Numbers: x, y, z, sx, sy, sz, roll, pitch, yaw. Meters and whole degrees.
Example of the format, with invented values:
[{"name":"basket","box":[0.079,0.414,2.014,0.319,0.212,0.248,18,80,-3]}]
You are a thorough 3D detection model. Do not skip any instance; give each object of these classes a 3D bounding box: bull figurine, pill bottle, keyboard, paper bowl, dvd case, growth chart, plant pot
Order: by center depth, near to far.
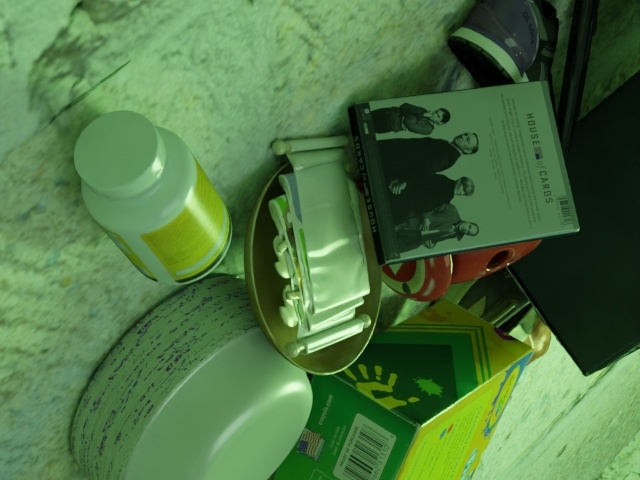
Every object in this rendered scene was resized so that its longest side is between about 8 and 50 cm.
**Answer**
[{"name":"pill bottle","box":[-0.149,-0.039,1.199,0.103,0.103,0.184,-47,155,-10]},{"name":"growth chart","box":[0.000,0.000,1.442,0.172,0.021,0.237,-2,87,-53]},{"name":"plant pot","box":[-0.011,0.028,1.469,0.236,0.032,0.236,13,74,-53]},{"name":"dvd case","box":[0.159,-0.077,1.498,0.239,0.179,0.029,-9,173,-20]},{"name":"paper bowl","box":[-0.122,0.191,1.501,0.284,0.148,0.284,-40,154,-24]},{"name":"plant pot","box":[0.141,-0.036,1.599,0.174,0.191,0.191,-26,146,-26]},{"name":"keyboard","box":[0.320,-0.268,1.660,0.201,0.033,0.317,-65,163,-45]},{"name":"bull figurine","box":[0.274,0.178,2.190,0.310,0.101,0.188,-31,144,-40]}]

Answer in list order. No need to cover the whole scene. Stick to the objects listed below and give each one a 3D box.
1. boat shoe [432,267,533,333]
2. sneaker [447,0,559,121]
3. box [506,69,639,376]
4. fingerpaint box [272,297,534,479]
[{"name":"boat shoe","box":[0.193,0.183,2.029,0.355,0.130,0.132,-58,154,13]},{"name":"sneaker","box":[0.254,-0.219,1.636,0.124,0.107,0.283,-56,155,-4]},{"name":"box","box":[0.555,-0.093,1.908,0.480,0.297,0.472,-42,163,33]},{"name":"fingerpaint box","box":[0.073,0.336,1.842,0.371,0.163,0.444,-21,136,-57]}]
